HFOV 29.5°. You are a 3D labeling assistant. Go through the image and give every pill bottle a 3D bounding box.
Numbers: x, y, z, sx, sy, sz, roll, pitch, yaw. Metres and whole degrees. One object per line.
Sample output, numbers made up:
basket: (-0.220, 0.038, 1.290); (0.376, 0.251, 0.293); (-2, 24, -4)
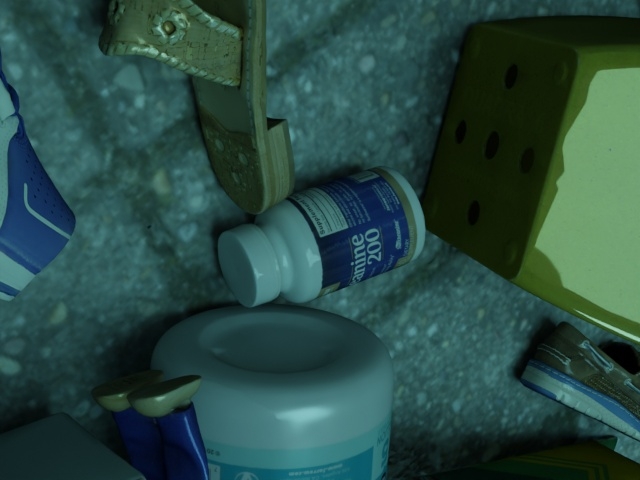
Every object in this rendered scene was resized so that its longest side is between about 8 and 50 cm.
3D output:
pill bottle: (0.000, 0.000, 0.760); (0.120, 0.067, 0.067); (-20, 117, -27)
pill bottle: (-0.035, 0.183, 0.757); (0.146, 0.146, 0.264); (-9, 113, -31)

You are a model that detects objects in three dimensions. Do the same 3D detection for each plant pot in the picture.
plant pot: (0.190, -0.045, 0.796); (0.187, 0.212, 0.212); (8, 103, -23)

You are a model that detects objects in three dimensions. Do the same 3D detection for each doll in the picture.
doll: (-0.075, 0.166, 0.656); (0.046, 0.129, 0.189); (-18, 100, -38)

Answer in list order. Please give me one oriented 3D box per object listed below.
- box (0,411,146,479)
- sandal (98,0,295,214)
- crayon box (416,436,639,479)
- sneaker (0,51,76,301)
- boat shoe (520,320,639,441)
box: (-0.170, 0.295, 0.621); (0.215, 0.168, 0.345); (-17, 100, -24)
sandal: (-0.078, -0.105, 0.656); (0.079, 0.088, 0.240); (-33, 128, -27)
crayon box: (0.156, 0.259, 0.901); (0.319, 0.081, 0.202); (3, 108, -54)
sneaker: (-0.190, -0.129, 0.547); (0.182, 0.127, 0.315); (-45, 124, -9)
boat shoe: (0.240, 0.117, 0.966); (0.183, 0.066, 0.066); (26, 91, -37)
